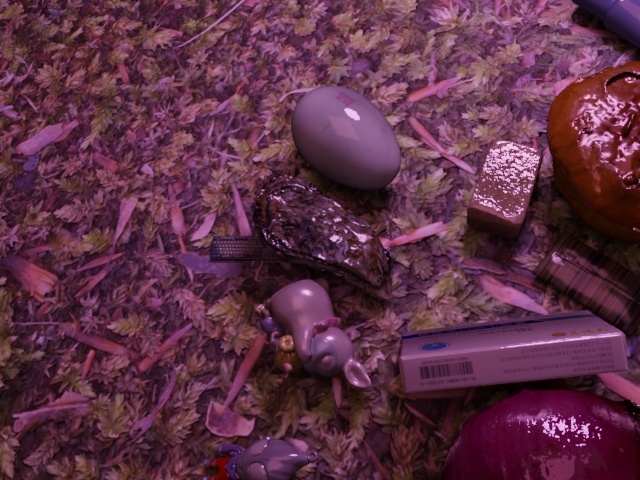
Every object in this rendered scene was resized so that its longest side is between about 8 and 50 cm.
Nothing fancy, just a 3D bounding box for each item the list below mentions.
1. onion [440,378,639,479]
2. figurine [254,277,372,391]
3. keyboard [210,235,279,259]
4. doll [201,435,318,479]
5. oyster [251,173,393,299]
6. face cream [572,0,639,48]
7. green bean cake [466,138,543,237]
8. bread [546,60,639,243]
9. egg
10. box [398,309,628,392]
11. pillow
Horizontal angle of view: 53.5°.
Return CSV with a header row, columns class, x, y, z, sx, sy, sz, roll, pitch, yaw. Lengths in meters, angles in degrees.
class,x,y,z,sx,sy,sz,roll,pitch,yaw
onion,0.359,0.339,0.966,0.348,0.347,0.385,-2,33,12
figurine,-0.011,0.198,1.186,0.155,0.127,0.235,-21,66,-17
keyboard,-0.150,0.015,1.357,0.176,0.014,0.055,0,70,13
doll,-0.109,0.405,1.147,0.228,0.075,0.102,-13,54,20
oyster,0.006,0.000,1.262,0.351,0.158,0.162,37,91,13
face cream,0.706,-0.435,1.325,0.385,0.086,0.135,41,81,20
green bean cake,0.363,-0.102,1.253,0.109,0.085,0.179,16,72,17
bread,0.601,-0.157,1.162,0.337,0.204,0.358,-23,60,5
egg,0.054,-0.209,1.315,0.183,0.183,0.264,-44,72,-8
box,0.309,0.185,1.078,0.344,0.200,0.065,-8,93,9
pillow,0.508,0.075,1.169,0.203,0.038,0.113,35,78,23
